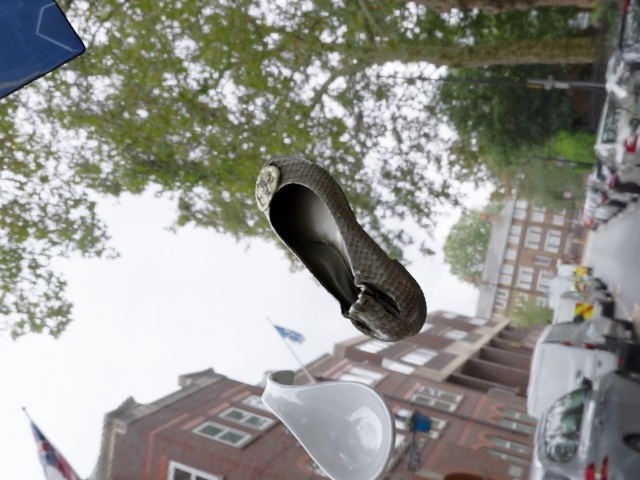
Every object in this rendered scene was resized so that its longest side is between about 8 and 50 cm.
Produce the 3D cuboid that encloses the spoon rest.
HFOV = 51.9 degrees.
[{"bbox_3d":[0.001,0.249,0.933,0.084,0.276,0.137,17,-93,-38],"label":"spoon rest"}]

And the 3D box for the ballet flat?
[{"bbox_3d":[0.000,0.000,0.593,0.058,0.250,0.084,-6,-48,-36],"label":"ballet flat"}]

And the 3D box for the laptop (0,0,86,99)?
[{"bbox_3d":[-0.532,-0.272,0.696,0.236,0.382,0.408,59,177,0],"label":"laptop"}]
